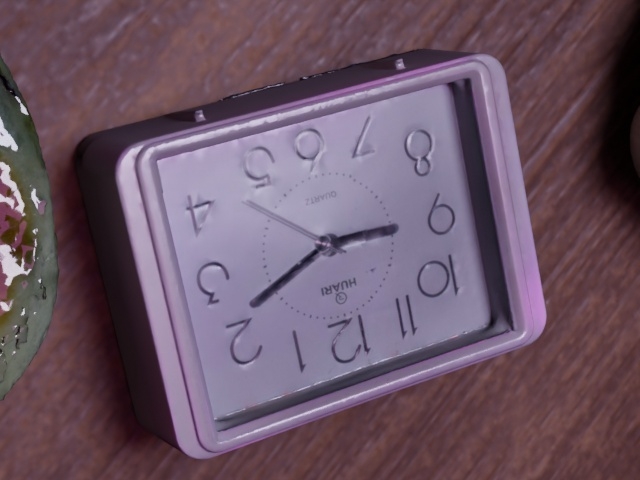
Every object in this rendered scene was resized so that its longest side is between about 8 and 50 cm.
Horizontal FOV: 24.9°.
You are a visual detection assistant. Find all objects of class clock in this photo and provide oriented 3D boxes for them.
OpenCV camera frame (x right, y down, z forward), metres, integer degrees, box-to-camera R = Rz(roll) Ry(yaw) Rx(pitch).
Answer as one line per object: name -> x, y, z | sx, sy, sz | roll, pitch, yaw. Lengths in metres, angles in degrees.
clock -> 0.000, 0.000, 0.675 | 0.197, 0.063, 0.150 | -17, 104, -22

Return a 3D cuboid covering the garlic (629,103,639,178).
garlic -> 0.275, -0.066, 0.710 | 0.199, 0.226, 0.199 | -6, 104, -26

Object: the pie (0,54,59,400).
pie -> -0.218, 0.000, 0.578 | 0.240, 0.054, 0.240 | -3, 96, -25
